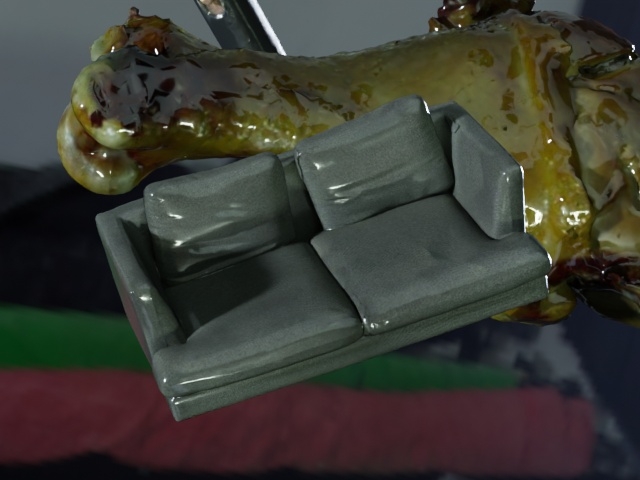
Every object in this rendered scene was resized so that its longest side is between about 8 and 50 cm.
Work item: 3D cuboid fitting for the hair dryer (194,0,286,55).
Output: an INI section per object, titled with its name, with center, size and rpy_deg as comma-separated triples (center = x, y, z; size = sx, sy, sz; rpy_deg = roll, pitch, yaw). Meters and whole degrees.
[hair dryer]
center = -0.060, -0.160, 1.125
size = 0.070, 0.255, 0.128
rpy_deg = -9, -136, 24

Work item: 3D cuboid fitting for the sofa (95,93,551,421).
[sofa]
center = 0.000, 0.000, 0.692
size = 0.147, 0.060, 0.085
rpy_deg = -17, -148, -10

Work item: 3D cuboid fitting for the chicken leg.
[chicken leg]
center = 0.063, -0.066, 0.997
size = 0.361, 0.140, 0.211
rpy_deg = 22, -141, -8
